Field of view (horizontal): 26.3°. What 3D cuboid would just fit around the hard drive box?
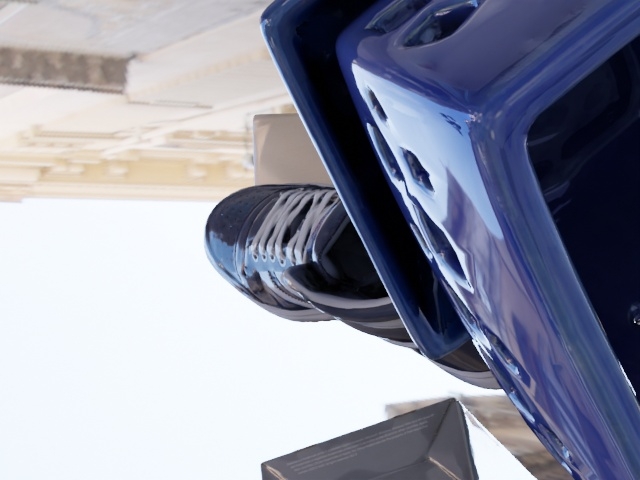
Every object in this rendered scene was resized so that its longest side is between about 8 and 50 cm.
[{"bbox_3d":[0.083,0.238,1.174,0.232,0.181,0.089,45,-150,-52],"label":"hard drive box"}]

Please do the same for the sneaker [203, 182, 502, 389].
[{"bbox_3d":[0.000,0.000,0.852,0.153,0.282,0.099,34,-100,-49],"label":"sneaker"}]

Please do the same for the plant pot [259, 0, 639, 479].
[{"bbox_3d":[0.127,-0.051,0.576,0.236,0.212,0.236,-38,-56,-15],"label":"plant pot"}]

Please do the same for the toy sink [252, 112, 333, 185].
[{"bbox_3d":[0.080,-0.027,1.063,0.131,0.234,0.152,-12,-79,-62],"label":"toy sink"}]

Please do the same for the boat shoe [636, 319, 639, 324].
[{"bbox_3d":[0.258,0.123,1.112,0.111,0.307,0.104,14,-112,4],"label":"boat shoe"}]
